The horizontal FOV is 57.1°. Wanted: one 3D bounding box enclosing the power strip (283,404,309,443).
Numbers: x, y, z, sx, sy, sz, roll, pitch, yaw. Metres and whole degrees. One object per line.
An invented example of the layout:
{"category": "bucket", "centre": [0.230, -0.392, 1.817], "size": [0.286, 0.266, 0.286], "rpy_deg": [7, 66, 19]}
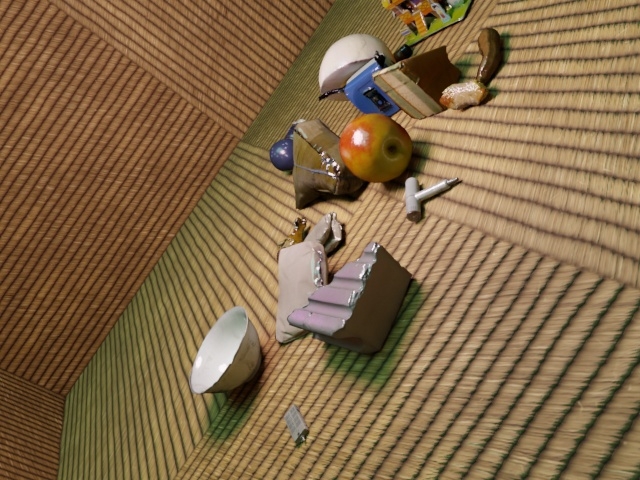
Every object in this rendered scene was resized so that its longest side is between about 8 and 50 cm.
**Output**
{"category": "power strip", "centre": [-0.062, 0.487, 1.555], "size": [0.051, 0.019, 0.136], "rpy_deg": [-52, 25, 4]}

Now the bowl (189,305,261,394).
{"category": "bowl", "centre": [-0.282, 0.386, 1.927], "size": [0.313, 0.146, 0.314], "rpy_deg": [-41, 27, 27]}

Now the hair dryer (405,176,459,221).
{"category": "hair dryer", "centre": [0.315, -0.150, 1.644], "size": [0.183, 0.044, 0.155], "rpy_deg": [-33, 34, 31]}

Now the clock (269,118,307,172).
{"category": "clock", "centre": [-0.128, -0.418, 2.651], "size": [0.199, 0.146, 0.243], "rpy_deg": [1, 52, 56]}

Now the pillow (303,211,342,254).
{"category": "pillow", "centre": [0.000, 0.000, 1.975], "size": [0.181, 0.077, 0.134], "rpy_deg": [-49, 26, 34]}

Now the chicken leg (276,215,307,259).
{"category": "chicken leg", "centre": [-0.103, 0.009, 2.138], "size": [0.103, 0.088, 0.228], "rpy_deg": [-47, 26, 50]}

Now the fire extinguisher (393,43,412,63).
{"category": "fire extinguisher", "centre": [0.290, -0.710, 2.362], "size": [0.177, 0.050, 0.062], "rpy_deg": [-37, 69, 37]}

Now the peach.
{"category": "peach", "centre": [0.174, -0.288, 1.842], "size": [0.231, 0.231, 0.231], "rpy_deg": [-41, 28, 28]}

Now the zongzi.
{"category": "zongzi", "centre": [0.016, -0.200, 2.150], "size": [0.356, 0.174, 0.393], "rpy_deg": [48, 139, 43]}

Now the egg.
{"category": "egg", "centre": [0.129, -0.680, 2.252], "size": [0.337, 0.336, 0.201], "rpy_deg": [-28, 70, 45]}

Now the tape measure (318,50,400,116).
{"category": "tape measure", "centre": [0.161, -0.524, 2.157], "size": [0.351, 0.215, 0.098], "rpy_deg": [-24, 39, 48]}

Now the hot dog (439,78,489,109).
{"category": "hot dog", "centre": [0.432, -0.431, 1.735], "size": [0.061, 0.078, 0.168], "rpy_deg": [-34, 23, -33]}

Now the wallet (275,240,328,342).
{"category": "wallet", "centre": [-0.064, 0.150, 1.862], "size": [0.274, 0.068, 0.336], "rpy_deg": [-25, 57, 52]}

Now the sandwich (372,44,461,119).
{"category": "sandwich", "centre": [0.312, -0.542, 1.894], "size": [0.155, 0.227, 0.199], "rpy_deg": [-6, 54, 58]}

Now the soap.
{"category": "soap", "centre": [0.073, 0.148, 1.560], "size": [0.302, 0.158, 0.258], "rpy_deg": [0, 63, 59]}

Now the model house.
{"category": "model house", "centre": [0.371, -0.944, 2.192], "size": [0.357, 0.312, 0.243], "rpy_deg": [0, 61, 60]}

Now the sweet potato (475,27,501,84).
{"category": "sweet potato", "centre": [0.506, -0.558, 1.770], "size": [0.081, 0.062, 0.233], "rpy_deg": [-47, 25, 55]}
